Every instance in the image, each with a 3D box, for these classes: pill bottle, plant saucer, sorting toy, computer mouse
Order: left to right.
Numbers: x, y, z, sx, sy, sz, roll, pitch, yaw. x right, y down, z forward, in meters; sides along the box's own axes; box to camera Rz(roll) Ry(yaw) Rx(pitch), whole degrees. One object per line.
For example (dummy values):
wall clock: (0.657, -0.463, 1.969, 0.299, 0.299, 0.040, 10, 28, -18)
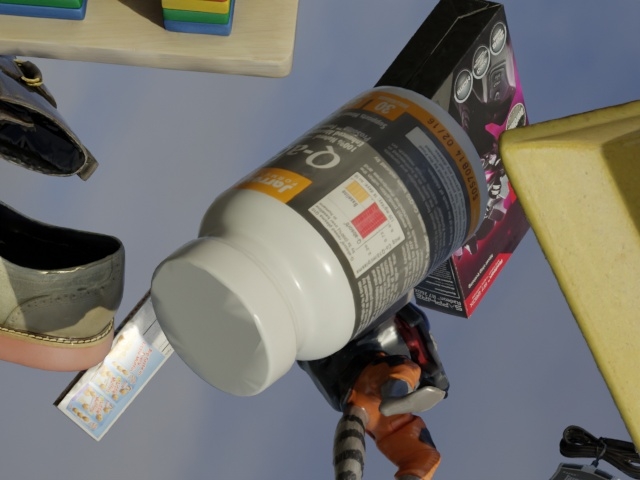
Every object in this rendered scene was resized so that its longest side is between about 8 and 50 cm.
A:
sorting toy: (-0.135, -0.253, 1.331, 0.089, 0.257, 0.255, 90, 5, -67)
pill bottle: (0.000, 0.000, 1.633, 0.278, 0.162, 0.162, -38, -172, -36)
computer mouse: (0.251, 0.244, 1.902, 0.193, 0.106, 0.042, -38, 136, -54)
plant saucer: (0.330, 0.024, 1.419, 0.332, 0.333, 0.081, -11, -159, 47)

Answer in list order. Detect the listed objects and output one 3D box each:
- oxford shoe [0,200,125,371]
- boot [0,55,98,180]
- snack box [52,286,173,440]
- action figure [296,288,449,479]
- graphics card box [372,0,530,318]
oxford shoe: (-0.375, 0.003, 1.845, 0.140, 0.397, 0.146, -97, -157, -53)
boot: (-0.297, -0.159, 1.529, 0.091, 0.263, 0.229, -48, -132, 15)
snack box: (-0.213, 0.133, 2.167, 0.178, 0.064, 0.022, -50, -158, -11)
action figure: (0.037, 0.116, 2.088, 0.178, 0.341, 0.330, -26, -144, -2)
graphics card box: (0.177, -0.105, 2.532, 0.094, 0.371, 0.233, 16, -127, 32)
